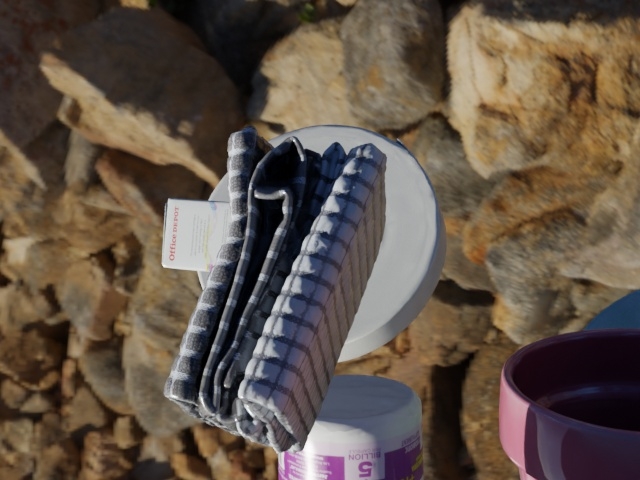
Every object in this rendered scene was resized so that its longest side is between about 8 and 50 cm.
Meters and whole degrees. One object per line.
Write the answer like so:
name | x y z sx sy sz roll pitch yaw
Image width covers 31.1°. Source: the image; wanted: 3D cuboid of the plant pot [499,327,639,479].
plant pot | 0.225 0.177 0.812 0.201 0.201 0.180 6 107 25

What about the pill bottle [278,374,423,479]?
pill bottle | 0.037 0.321 1.329 0.169 0.169 0.301 4 104 24

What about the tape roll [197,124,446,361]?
tape roll | 0.000 0.000 1.780 0.392 0.072 0.392 -6 62 13

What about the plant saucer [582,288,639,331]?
plant saucer | 0.370 0.112 1.247 0.195 0.195 0.037 -24 111 20

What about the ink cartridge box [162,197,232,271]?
ink cartridge box | -0.131 -0.005 1.439 0.122 0.052 0.088 5 90 14

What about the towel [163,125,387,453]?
towel | -0.039 0.051 0.969 0.121 0.283 0.235 19 77 8
